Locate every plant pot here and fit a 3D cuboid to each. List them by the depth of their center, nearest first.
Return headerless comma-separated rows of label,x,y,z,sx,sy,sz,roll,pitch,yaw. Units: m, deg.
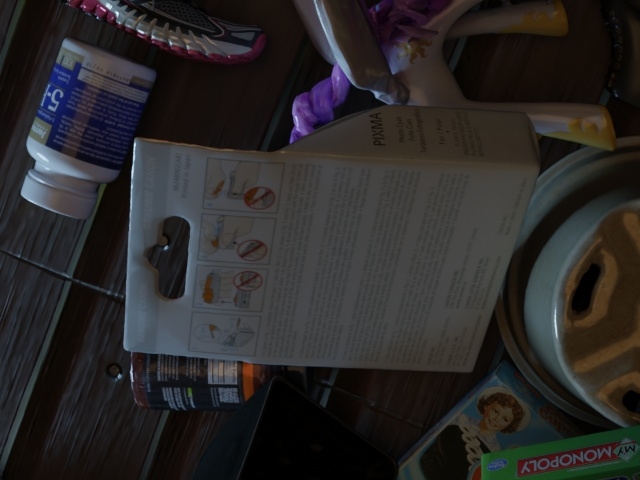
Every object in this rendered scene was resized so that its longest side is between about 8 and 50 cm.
plant pot,0.338,0.061,1.275,0.333,0.305,0.334,1,94,8
plant pot,-0.054,0.293,1.384,0.187,0.188,0.167,38,136,-20

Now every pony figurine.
pony figurine,0.088,-0.193,1.328,0.363,0.303,0.351,-17,104,-1

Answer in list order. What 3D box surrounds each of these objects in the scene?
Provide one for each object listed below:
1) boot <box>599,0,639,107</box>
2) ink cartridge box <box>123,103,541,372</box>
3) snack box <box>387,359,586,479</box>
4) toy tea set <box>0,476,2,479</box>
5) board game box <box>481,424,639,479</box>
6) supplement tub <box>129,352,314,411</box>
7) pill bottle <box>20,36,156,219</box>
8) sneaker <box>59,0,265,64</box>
boot,0.317,-0.226,1.378,0.198,0.077,0.137,30,102,6
ink cartridge box,0.000,0.000,1.301,0.385,0.091,0.308,4,135,-7
snack box,0.254,0.306,1.405,0.322,0.060,0.187,43,114,3
toy tea set,-0.506,0.391,1.469,0.336,0.124,0.200,-38,48,10
board game box,0.312,0.283,1.226,0.213,0.046,0.317,-16,135,23
supplement tub,-0.109,0.141,1.444,0.198,0.106,0.106,1,94,7
pill bottle,-0.267,-0.125,1.443,0.112,0.112,0.187,22,96,6
sneaker,-0.196,-0.281,1.420,0.299,0.121,0.112,27,95,6
